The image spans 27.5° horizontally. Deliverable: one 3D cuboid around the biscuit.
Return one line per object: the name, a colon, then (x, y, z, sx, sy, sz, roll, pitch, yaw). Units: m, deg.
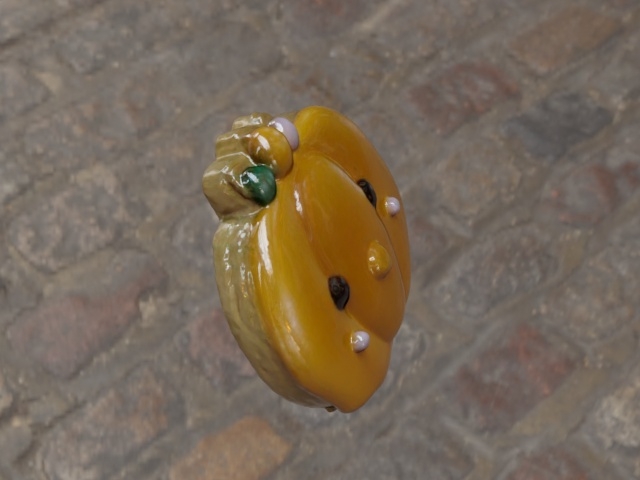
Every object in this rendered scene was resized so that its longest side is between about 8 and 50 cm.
biscuit: (0.004, 0.000, 0.686, 0.050, 0.170, 0.170, -11, 43, 29)
